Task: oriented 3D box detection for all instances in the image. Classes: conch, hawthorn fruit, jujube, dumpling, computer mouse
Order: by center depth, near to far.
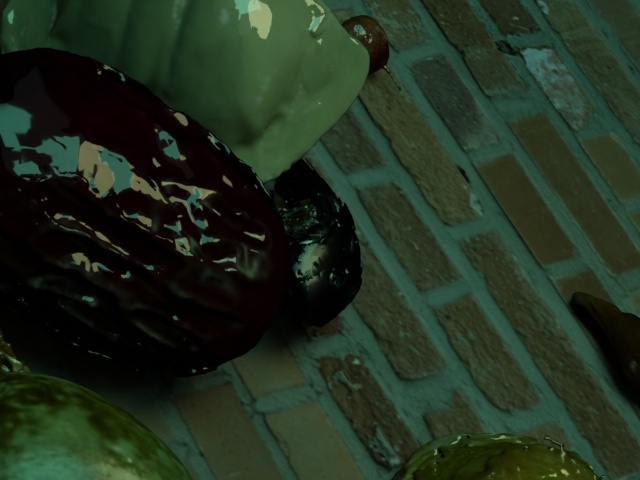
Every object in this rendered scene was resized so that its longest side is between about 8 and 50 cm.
[{"bbox_3d":[-0.211,-0.027,1.864,0.376,0.258,0.258,37,41,-23],"label":"jujube"},{"bbox_3d":[0.000,0.000,2.032,0.077,0.146,0.242,-11,33,4],"label":"computer mouse"},{"bbox_3d":[-0.169,-0.192,2.050,0.395,0.233,0.315,32,74,13],"label":"dumpling"},{"bbox_3d":[0.365,0.135,2.177,0.232,0.086,0.080,28,83,12],"label":"conch"},{"bbox_3d":[0.061,-0.216,2.312,0.103,0.067,0.067,39,44,2],"label":"hawthorn fruit"}]

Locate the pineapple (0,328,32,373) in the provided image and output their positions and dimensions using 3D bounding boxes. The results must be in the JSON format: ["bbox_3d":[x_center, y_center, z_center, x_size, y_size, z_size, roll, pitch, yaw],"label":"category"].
[{"bbox_3d":[-0.321,0.137,1.768,0.137,0.116,0.069,-32,95,-2],"label":"pineapple"}]

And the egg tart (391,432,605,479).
[{"bbox_3d":[0.202,0.288,1.919,0.294,0.116,0.295,17,48,-19],"label":"egg tart"}]

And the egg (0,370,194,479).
[{"bbox_3d":[-0.231,0.227,1.619,0.289,0.238,0.238,5,47,1],"label":"egg"}]
